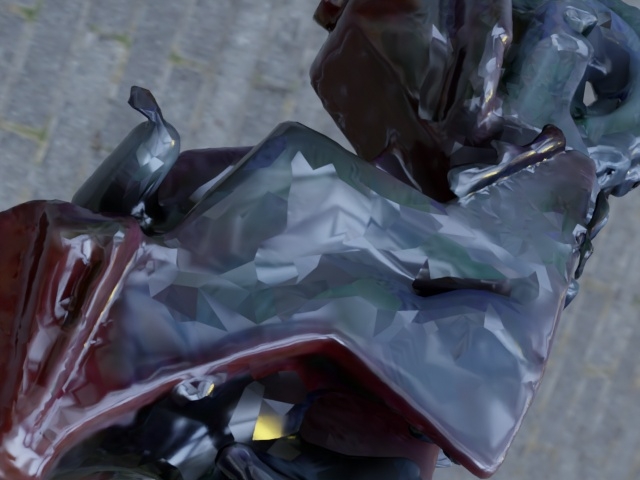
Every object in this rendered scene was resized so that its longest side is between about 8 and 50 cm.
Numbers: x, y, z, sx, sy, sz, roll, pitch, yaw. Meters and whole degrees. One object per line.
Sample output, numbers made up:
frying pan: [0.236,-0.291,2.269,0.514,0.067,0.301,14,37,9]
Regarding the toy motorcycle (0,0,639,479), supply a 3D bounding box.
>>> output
toy motorcycle: [0.000,0.000,0.377,0.122,0.082,0.213,33,51,-4]
